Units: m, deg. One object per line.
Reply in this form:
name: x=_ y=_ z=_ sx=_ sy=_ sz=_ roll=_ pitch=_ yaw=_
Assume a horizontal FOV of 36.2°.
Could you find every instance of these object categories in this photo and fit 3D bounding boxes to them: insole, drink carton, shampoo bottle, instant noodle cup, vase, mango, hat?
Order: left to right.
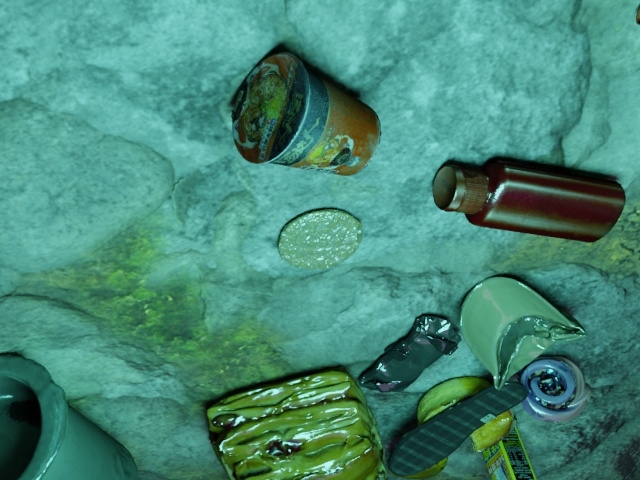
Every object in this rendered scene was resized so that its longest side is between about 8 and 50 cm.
vase: x=-0.406 y=0.332 z=1.407 sx=0.245 sy=0.245 sz=0.291 roll=-21 pitch=144 yaw=7
instant noodle cup: x=-0.009 y=-0.128 z=1.091 sx=0.135 sy=0.127 sz=0.127 roll=15 pitch=132 yaw=-42
mango: x=0.180 y=0.411 z=1.815 sx=0.114 sy=0.057 sz=0.079 roll=-16 pitch=145 yaw=13
insole: x=0.225 y=0.320 z=1.653 sx=0.110 sy=0.012 sz=0.309 roll=31 pitch=125 yaw=-30
drink carton: x=0.347 y=0.419 z=1.789 sx=0.056 sy=0.166 sz=0.071 roll=3 pitch=137 yaw=-21
hat: x=0.302 y=0.121 z=1.526 sx=0.166 sy=0.144 sz=0.173 roll=-34 pitch=93 yaw=17
shampoo bottle: x=0.274 y=-0.053 z=1.300 sx=0.260 sy=0.064 sz=0.102 roll=7 pitch=136 yaw=-24

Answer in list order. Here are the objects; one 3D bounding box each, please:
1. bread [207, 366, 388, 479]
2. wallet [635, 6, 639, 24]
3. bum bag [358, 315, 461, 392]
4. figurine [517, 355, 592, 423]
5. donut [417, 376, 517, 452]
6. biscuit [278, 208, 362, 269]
bread: x=-0.028 y=0.366 z=1.606 sx=0.277 sy=0.167 sz=0.324 roll=-15 pitch=139 yaw=-1
wallet: x=0.482 y=-0.273 z=1.130 sx=0.204 sy=0.045 sz=0.142 roll=14 pitch=134 yaw=-29
bum bag: x=0.144 y=0.190 z=1.552 sx=0.087 sy=0.049 sz=0.198 roll=21 pitch=129 yaw=-29
figurine: x=0.397 y=0.255 z=1.676 sx=0.114 sy=0.126 sz=0.157 roll=-66 pitch=160 yaw=-4
donut: x=0.254 y=0.293 z=1.689 sx=0.181 sy=0.078 sz=0.146 roll=19 pitch=128 yaw=-26
biscuit: x=0.000 y=0.000 z=1.311 sx=0.120 sy=0.015 sz=0.120 roll=-8 pitch=140 yaw=-7
